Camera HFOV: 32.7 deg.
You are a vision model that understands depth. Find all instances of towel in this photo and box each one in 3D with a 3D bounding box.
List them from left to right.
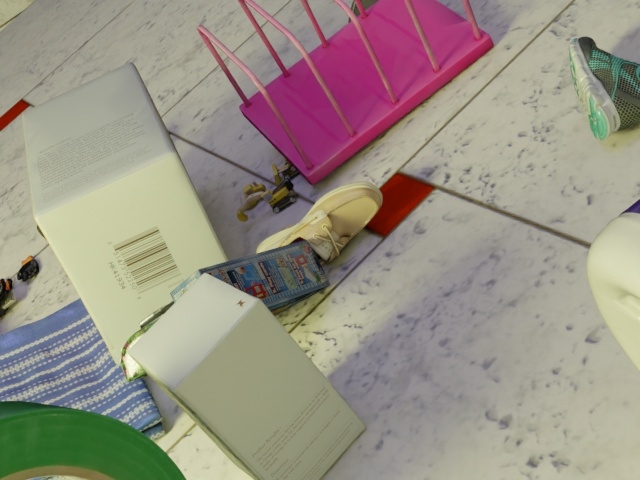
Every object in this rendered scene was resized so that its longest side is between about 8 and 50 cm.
[{"bbox_3d":[-0.330,0.176,1.260,0.243,0.040,0.336,-23,27,-14],"label":"towel"}]

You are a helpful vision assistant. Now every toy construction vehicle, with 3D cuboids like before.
[{"bbox_3d":[-0.066,-0.070,1.392,0.098,0.035,0.086,-31,31,12],"label":"toy construction vehicle"}]

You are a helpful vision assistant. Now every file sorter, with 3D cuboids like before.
[{"bbox_3d":[0.023,-0.259,1.361,0.291,0.182,0.202,-38,45,-5],"label":"file sorter"}]

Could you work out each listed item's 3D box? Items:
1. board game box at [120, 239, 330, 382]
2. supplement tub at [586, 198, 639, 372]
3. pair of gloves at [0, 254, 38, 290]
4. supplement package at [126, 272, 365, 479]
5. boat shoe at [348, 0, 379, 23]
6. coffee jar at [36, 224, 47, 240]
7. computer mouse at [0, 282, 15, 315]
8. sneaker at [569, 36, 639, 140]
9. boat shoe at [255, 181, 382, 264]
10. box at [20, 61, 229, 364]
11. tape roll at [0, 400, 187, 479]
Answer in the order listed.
[{"bbox_3d":[-0.112,0.072,1.115,0.194,0.060,0.194,-30,-8,17],"label":"board game box"},{"bbox_3d":[0.357,-0.006,0.656,0.331,0.241,0.241,-39,30,-2],"label":"supplement tub"},{"bbox_3d":[-0.465,0.060,1.662,0.083,0.010,0.074,-38,29,-5],"label":"pair of gloves"},{"bbox_3d":[-0.064,0.133,0.972,0.105,0.179,0.105,-46,31,-14],"label":"supplement package"},{"bbox_3d":[0.097,-0.392,1.604,0.109,0.091,0.305,-13,38,36],"label":"boat shoe"},{"bbox_3d":[-0.336,-0.057,1.600,0.079,0.096,0.184,-15,38,38],"label":"coffee jar"},{"bbox_3d":[-0.519,0.174,1.516,0.188,0.072,0.272,-33,18,11],"label":"computer mouse"},{"bbox_3d":[0.303,-0.162,1.122,0.076,0.065,0.166,-13,38,8],"label":"sneaker"},{"bbox_3d":[0.000,0.000,1.209,0.170,0.063,0.059,-36,31,23],"label":"boat shoe"},{"bbox_3d":[-0.238,-0.047,1.337,0.168,0.215,0.345,-25,30,-4],"label":"box"},{"bbox_3d":[-0.224,0.281,0.799,0.077,0.321,0.321,-2,46,45],"label":"tape roll"}]
